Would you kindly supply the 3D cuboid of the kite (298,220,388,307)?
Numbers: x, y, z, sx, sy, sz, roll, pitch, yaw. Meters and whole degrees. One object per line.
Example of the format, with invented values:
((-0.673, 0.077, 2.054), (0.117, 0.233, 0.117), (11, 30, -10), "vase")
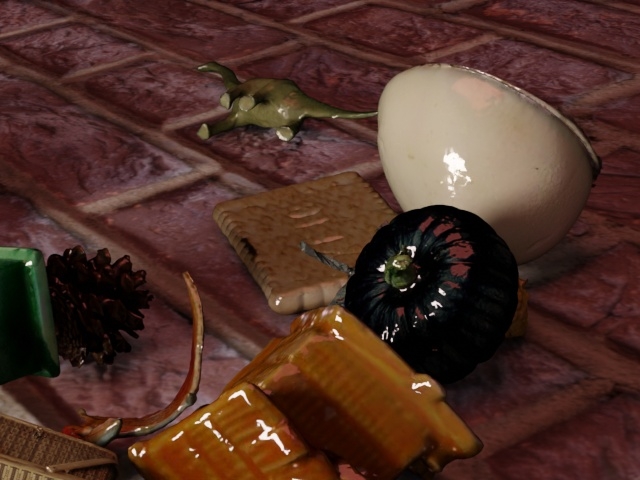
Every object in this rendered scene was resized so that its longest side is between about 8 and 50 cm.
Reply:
((0.037, 0.036, 1.515), (0.157, 0.139, 0.011), (28, 5, -30), "kite")

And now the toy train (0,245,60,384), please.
((-0.407, 0.084, 1.316), (0.266, 0.145, 0.202), (3, 14, 38), "toy train")

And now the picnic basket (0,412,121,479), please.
((-0.256, 0.215, 1.112), (0.164, 0.115, 0.079), (18, 17, -5), "picnic basket")

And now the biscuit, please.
((0.000, 0.000, 1.679), (0.217, 0.044, 0.325), (-13, 25, -14), "biscuit")

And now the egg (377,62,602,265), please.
((0.167, -0.071, 1.592), (0.286, 0.264, 0.174), (22, 65, 28), "egg")

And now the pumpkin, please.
((0.112, 0.057, 1.382), (0.150, 0.194, 0.194), (32, 19, -15), "pumpkin")

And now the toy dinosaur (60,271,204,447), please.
((-0.254, 0.164, 1.252), (0.327, 0.113, 0.206), (-27, 5, 11), "toy dinosaur")

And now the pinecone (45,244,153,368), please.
((-0.248, 0.067, 1.476), (0.121, 0.140, 0.140), (-22, 29, -34), "pinecone")

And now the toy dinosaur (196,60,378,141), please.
((-0.066, -0.233, 2.187), (0.447, 0.087, 0.301), (7, 20, 23), "toy dinosaur")

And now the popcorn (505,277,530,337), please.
((0.196, 0.067, 1.446), (0.057, 0.083, 0.082), (0, 50, 9), "popcorn")

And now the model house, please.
((-0.019, 0.183, 1.158), (0.229, 0.199, 0.219), (-40, -7, -14), "model house")
